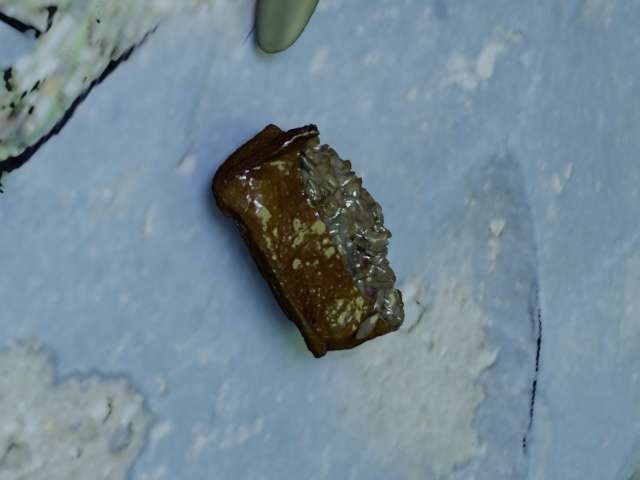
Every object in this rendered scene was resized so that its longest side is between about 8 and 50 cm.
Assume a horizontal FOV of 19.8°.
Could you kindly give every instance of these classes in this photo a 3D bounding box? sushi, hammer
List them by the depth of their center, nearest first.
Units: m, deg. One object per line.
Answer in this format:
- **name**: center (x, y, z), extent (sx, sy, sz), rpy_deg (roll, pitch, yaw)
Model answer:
- **sushi**: center (0.000, 0.000, 0.686), extent (0.055, 0.052, 0.120), rpy_deg (-36, 126, -10)
- **hammer**: center (0.052, -0.098, 0.717), extent (0.195, 0.028, 0.060), rpy_deg (-2, 112, -44)
